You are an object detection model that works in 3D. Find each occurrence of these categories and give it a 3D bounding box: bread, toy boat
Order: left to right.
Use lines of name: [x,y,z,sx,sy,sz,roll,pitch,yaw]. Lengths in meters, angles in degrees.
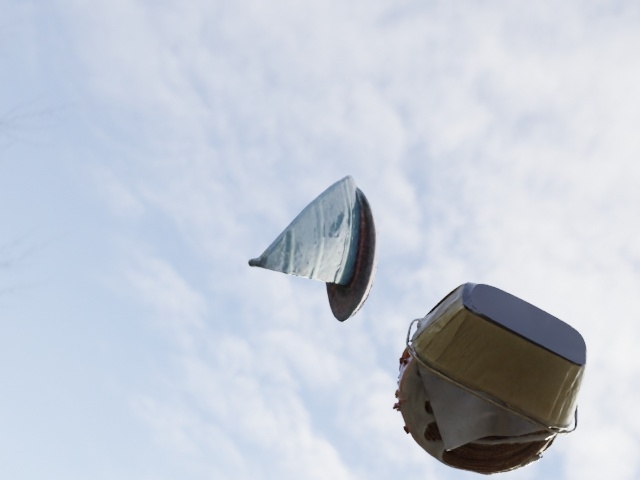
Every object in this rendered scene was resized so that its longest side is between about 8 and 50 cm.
toy boat: [0.000,0.000,0.826,0.034,0.122,0.096,3,-96,26]
bread: [0.196,0.168,1.569,0.224,0.142,0.212,27,-62,-2]
